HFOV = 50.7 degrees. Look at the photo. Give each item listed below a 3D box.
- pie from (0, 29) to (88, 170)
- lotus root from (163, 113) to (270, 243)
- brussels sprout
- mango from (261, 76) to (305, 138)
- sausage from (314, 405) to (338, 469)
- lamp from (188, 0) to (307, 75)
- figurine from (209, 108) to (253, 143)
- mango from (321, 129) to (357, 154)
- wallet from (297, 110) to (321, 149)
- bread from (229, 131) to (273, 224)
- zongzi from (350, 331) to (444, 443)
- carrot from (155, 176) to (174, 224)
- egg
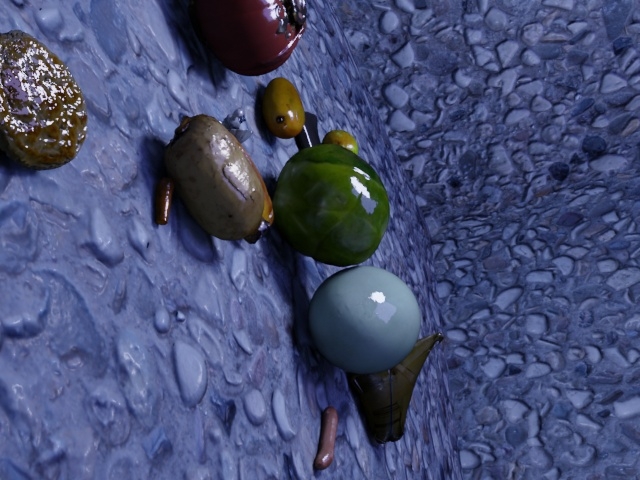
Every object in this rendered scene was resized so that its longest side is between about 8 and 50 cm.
[{"bbox_3d":[-0.385,-0.178,0.876,0.193,0.079,0.163,59,26,-43],"label":"pie"},{"bbox_3d":[-0.193,-0.107,1.291,0.284,0.146,0.160,55,49,-28],"label":"lotus root"},{"bbox_3d":[0.019,-0.100,1.717,0.289,0.281,0.354,25,12,-23],"label":"brussels sprout"},{"bbox_3d":[-0.105,-0.371,1.892,0.138,0.113,0.253,54,18,-37],"label":"mango"},{"bbox_3d":[0.016,0.461,1.571,0.186,0.043,0.043,-76,145,-59],"label":"sausage"},{"bbox_3d":[-0.169,-0.538,1.582,0.303,0.257,0.302,-7,90,-75],"label":"lamp"},{"bbox_3d":[-0.197,-0.255,1.524,0.094,0.086,0.082,-6,77,-73],"label":"figurine"},{"bbox_3d":[0.059,-0.317,2.308,0.233,0.111,0.125,-134,-142,-72],"label":"mango"},{"bbox_3d":[-0.001,-0.227,2.176,0.197,0.051,0.377,-19,93,-75],"label":"wallet"},{"bbox_3d":[-0.181,-0.118,1.437,0.102,0.094,0.245,-70,140,-55],"label":"bread"},{"bbox_3d":[0.252,0.423,1.925,0.123,0.289,0.260,-83,153,-81],"label":"zongzi"},{"bbox_3d":[-0.276,-0.071,1.193,0.032,0.032,0.093,49,34,-53],"label":"carrot"},{"bbox_3d":[0.114,0.202,1.724,0.389,0.276,0.275,18,56,-65],"label":"egg"}]
